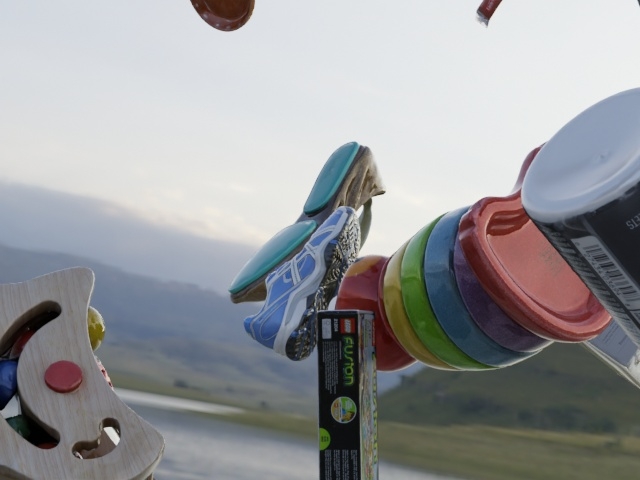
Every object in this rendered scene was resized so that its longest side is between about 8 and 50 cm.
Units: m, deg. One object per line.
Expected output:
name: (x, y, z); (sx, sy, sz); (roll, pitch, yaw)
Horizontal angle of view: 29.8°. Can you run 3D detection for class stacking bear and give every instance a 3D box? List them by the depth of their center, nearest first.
stacking bear: (0.122, 0.049, 1.136); (0.289, 0.164, 0.175); (-25, 11, 49)

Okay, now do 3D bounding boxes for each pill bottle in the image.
pill bottle: (0.262, 0.019, 0.852); (0.245, 0.130, 0.130); (46, -25, -23)

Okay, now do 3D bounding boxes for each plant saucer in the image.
plant saucer: (-0.093, -0.238, 1.132); (0.083, 0.083, 0.013); (1, 28, 42)

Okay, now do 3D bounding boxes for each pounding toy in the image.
pounding toy: (-0.192, 0.119, 0.881); (0.154, 0.269, 0.155); (2, -44, -11)

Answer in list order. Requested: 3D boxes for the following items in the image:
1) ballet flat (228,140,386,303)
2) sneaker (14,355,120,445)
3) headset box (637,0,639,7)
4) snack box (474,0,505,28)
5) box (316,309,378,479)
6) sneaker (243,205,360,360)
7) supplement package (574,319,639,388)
ballet flat: (0.000, 0.000, 1.784); (0.116, 0.342, 0.124); (-15, -59, 49)
sneaker: (-0.267, 0.215, 1.299); (0.098, 0.135, 0.276); (-14, -58, 12)
headset box: (0.390, -0.308, 0.990); (0.293, 0.218, 0.110); (-33, -42, 31)
snack box: (0.237, -0.331, 1.397); (0.022, 0.178, 0.064); (34, 5, 3)
box: (0.024, 0.162, 1.012); (0.036, 0.207, 0.114); (-2, -3, 10)
sneaker: (-0.018, 0.039, 1.412); (0.081, 0.211, 0.080); (14, -34, 26)
supplement package: (0.381, 0.020, 1.343); (0.145, 0.262, 0.204); (38, 1, 31)
